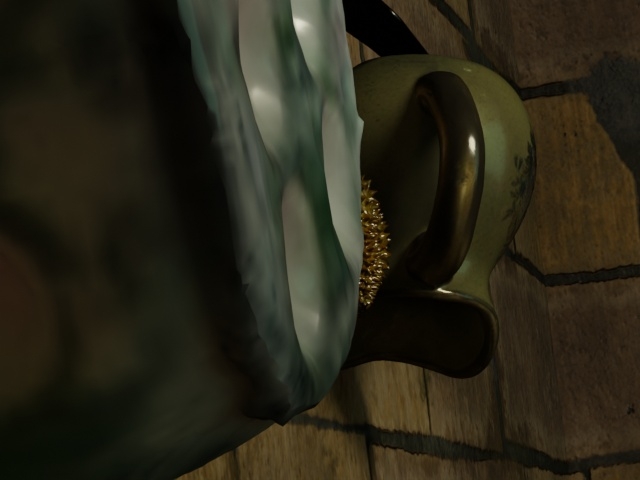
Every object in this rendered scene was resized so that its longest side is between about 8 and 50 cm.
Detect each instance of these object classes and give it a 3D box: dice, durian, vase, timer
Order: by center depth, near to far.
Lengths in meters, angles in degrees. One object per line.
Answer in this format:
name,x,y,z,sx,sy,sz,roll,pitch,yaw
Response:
dice,-0.167,-0.074,0.849,0.330,0.348,0.328,-54,135,-67
durian,0.000,0.000,1.809,0.158,0.137,0.168,-6,78,-54
vase,0.106,-0.036,1.945,0.329,0.240,0.302,121,-25,-72
timer,0.024,-0.249,2.018,0.187,0.055,0.144,43,3,23
